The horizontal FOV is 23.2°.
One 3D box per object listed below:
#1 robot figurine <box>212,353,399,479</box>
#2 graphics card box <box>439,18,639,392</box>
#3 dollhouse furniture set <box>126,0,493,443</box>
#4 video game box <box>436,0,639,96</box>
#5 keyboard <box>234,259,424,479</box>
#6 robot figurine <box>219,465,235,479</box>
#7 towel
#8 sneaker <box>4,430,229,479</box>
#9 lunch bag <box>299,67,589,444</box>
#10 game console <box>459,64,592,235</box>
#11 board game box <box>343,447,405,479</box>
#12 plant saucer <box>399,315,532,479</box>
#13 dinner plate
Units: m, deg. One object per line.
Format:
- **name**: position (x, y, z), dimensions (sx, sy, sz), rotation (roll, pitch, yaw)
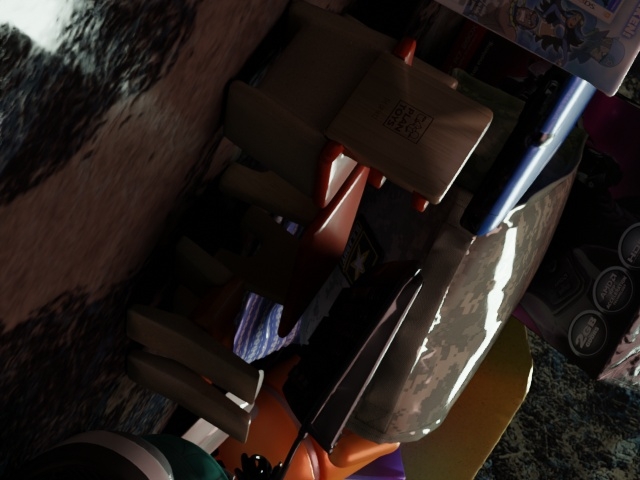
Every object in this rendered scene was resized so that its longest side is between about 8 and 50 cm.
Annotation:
- **robot figurine**: position (-0.005, 0.168, 1.474), dimensions (0.219, 0.158, 0.128), rotation (-27, 152, -27)
- **graphics card box**: position (0.225, -0.045, 1.507), dimensions (0.094, 0.371, 0.233), rotation (18, 106, -44)
- **dollhouse furniture set**: position (0.007, -0.020, 0.982), dimensions (0.262, 0.135, 0.259), rotation (-56, 171, -26)
- **video game box**: position (0.142, -0.218, 0.925), dimensions (0.205, 0.187, 0.048), rotation (-64, 171, 31)
- **keyboard**: position (-0.006, 0.099, 1.013), dimensions (0.202, 0.033, 0.317), rotation (-61, -178, -4)
- **robot figurine**: position (-0.167, 0.292, 1.209), dimensions (0.291, 0.085, 0.211), rotation (-60, 172, 9)
- **towel**: position (0.000, 0.000, 1.351), dimensions (0.243, 0.040, 0.336), rotation (-62, 171, 8)
- **sneaker**: position (-0.115, 0.171, 0.943), dimensions (0.178, 0.124, 0.295), rotation (-45, 171, -44)
- **lunch bag**: position (0.097, 0.012, 1.318), dimensions (0.235, 0.169, 0.287), rotation (-66, 174, 24)
- **game console**: position (0.142, -0.180, 1.148), dimensions (0.250, 0.173, 0.293), rotation (-61, 171, 26)
- **board game box**: position (0.003, 0.294, 1.726), dimensions (0.233, 0.078, 0.347), rotation (-100, -161, -51)
- **plant saucer**: position (0.111, 0.122, 1.719), dimensions (0.333, 0.081, 0.333), rotation (-96, -159, -44)
- **dinner plate**: position (-0.095, 0.164, 1.324), dimensions (0.141, 0.017, 0.141), rotation (-43, 170, -10)
